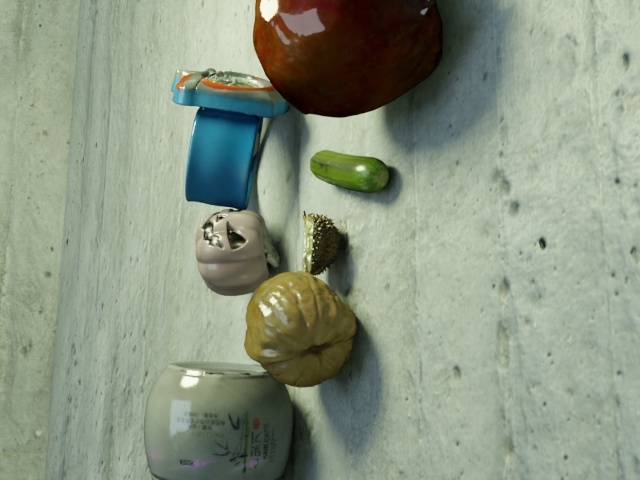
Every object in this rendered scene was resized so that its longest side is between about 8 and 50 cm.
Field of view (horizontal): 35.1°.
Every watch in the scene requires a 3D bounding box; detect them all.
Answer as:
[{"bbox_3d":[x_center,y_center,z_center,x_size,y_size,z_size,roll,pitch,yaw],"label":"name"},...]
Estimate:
[{"bbox_3d":[-0.197,-0.212,2.104,0.305,0.241,0.274,-79,-2,-76],"label":"watch"}]

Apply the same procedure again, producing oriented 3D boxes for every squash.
[{"bbox_3d":[0.049,-0.124,1.796,0.229,0.066,0.066,21,101,60],"label":"squash"}]

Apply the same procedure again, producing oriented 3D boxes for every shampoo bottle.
[{"bbox_3d":[-0.187,0.361,1.862,0.273,0.273,0.266,-2,87,60],"label":"shampoo bottle"}]

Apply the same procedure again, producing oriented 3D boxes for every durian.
[{"bbox_3d":[0.001,0.002,1.838,0.110,0.071,0.140,116,151,-51],"label":"durian"}]

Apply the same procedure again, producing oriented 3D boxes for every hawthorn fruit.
[{"bbox_3d":[0.049,-0.350,1.659,0.308,0.324,0.308,15,-90,-75],"label":"hawthorn fruit"}]

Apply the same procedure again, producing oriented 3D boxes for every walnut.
[{"bbox_3d":[-0.040,0.152,1.756,0.213,0.213,0.213,-24,62,56],"label":"walnut"}]

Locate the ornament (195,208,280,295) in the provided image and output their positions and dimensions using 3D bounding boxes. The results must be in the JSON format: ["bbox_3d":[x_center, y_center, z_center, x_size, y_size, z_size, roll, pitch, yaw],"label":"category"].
[{"bbox_3d":[-0.164,0.022,2.022,0.177,0.177,0.177,-24,62,56],"label":"ornament"}]
